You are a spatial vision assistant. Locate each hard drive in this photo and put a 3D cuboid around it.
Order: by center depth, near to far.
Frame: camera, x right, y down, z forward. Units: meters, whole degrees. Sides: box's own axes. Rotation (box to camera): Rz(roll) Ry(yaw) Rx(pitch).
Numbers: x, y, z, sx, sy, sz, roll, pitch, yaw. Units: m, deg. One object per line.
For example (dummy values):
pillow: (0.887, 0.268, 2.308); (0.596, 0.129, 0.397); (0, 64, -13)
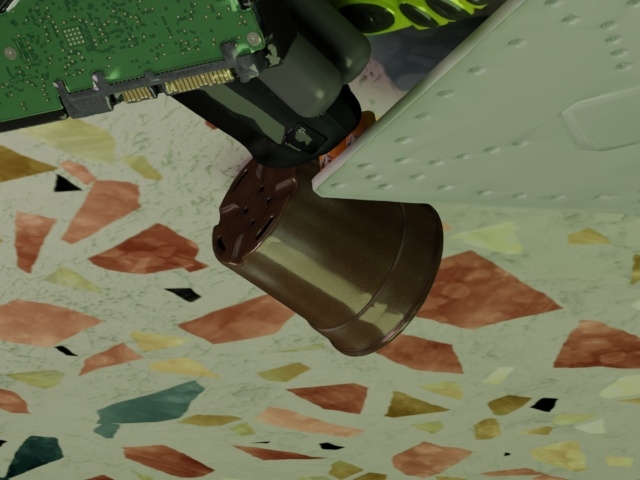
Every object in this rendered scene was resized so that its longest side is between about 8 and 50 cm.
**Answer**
hard drive: (-0.176, -0.234, 0.794); (0.237, 0.064, 0.338); (-10, 118, 22)

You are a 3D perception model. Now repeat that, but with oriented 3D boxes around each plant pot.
plant pot: (0.000, 0.000, 1.292); (0.165, 0.167, 0.167); (31, 141, -29)

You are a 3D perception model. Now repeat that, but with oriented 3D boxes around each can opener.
can opener: (-0.080, -0.197, 0.871); (0.280, 0.074, 0.093); (46, 146, -7)

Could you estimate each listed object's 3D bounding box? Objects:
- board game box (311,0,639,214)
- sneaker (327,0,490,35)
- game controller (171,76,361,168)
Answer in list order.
board game box: (0.242, -0.117, 1.057); (0.390, 0.050, 0.390); (2, 159, -26)
sneaker: (0.020, -0.201, 0.953); (0.296, 0.123, 0.109); (2, 141, 41)
game controller: (-0.120, -0.156, 0.986); (0.319, 0.067, 0.166); (34, 171, -11)
